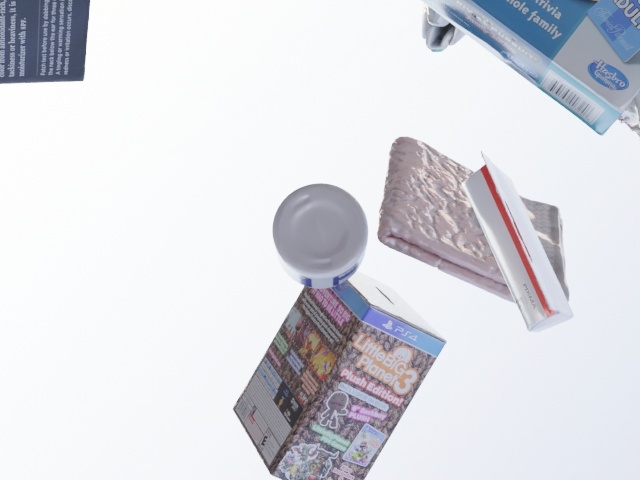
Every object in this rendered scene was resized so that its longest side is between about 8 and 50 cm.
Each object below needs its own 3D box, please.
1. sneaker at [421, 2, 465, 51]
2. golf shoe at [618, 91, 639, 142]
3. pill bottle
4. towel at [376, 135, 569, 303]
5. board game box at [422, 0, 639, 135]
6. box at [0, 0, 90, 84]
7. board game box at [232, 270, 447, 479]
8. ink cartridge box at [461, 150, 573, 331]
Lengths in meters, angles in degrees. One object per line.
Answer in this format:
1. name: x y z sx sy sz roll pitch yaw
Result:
1. sneaker: 0.134 -0.231 1.472 0.212 0.080 0.094 17 91 -75
2. golf shoe: 0.396 -0.144 1.656 0.140 0.306 0.115 -8 180 28
3. pill bottle: 0.000 0.000 1.737 0.112 0.112 0.186 -39 174 -5
4. towel: 0.245 -0.029 2.303 0.332 0.317 0.053 -76 -168 -62
5. board game box: 0.243 -0.300 1.236 0.336 0.254 0.079 -52 176 -10
6. box: -0.363 -0.289 1.246 0.294 0.183 0.296 -4 -129 -17
7. board game box: 0.021 0.205 2.173 0.291 0.141 0.232 -60 -156 8
8. ink cartridge box: 0.202 0.007 1.551 0.056 0.181 0.225 -26 169 14
